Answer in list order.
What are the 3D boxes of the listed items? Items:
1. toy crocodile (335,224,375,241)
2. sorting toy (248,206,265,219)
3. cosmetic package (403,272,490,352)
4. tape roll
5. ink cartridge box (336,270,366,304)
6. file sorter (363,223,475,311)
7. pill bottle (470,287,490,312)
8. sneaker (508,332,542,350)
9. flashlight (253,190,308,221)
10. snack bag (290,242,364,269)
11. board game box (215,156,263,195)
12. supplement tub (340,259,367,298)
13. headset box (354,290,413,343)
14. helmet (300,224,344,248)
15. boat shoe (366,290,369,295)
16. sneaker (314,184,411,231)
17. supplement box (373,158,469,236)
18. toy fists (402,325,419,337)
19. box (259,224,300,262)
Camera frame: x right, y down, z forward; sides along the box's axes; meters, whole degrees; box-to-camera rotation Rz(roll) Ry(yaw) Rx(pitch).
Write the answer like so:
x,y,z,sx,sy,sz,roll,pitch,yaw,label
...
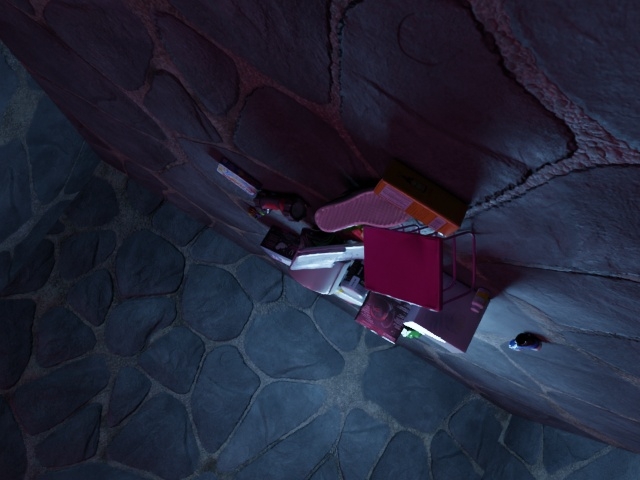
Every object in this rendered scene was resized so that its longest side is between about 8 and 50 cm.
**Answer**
x,y,z,sx,sy,sz,roll,pitch,yaw,label
0.122,-0.042,1.677,0.115,0.105,0.340,37,166,-20,toy crocodile
-0.339,-0.138,2.441,0.101,0.042,0.061,23,164,30,sorting toy
0.475,0.270,1.758,0.224,0.224,0.138,31,167,1,cosmetic package
-0.004,0.107,2.126,0.246,0.169,0.246,24,-164,-7,tape roll
0.112,0.230,2.533,0.306,0.131,0.226,29,169,-18,ink cartridge box
0.293,0.059,1.396,0.182,0.202,0.290,-13,-165,-36,file sorter
0.567,0.214,1.662,0.043,0.083,0.043,30,166,8,pill bottle
0.801,0.405,1.876,0.084,0.058,0.152,30,163,-17,sneaker
-0.176,-0.141,1.976,0.103,0.103,0.304,38,164,-35,flashlight
0.062,0.060,1.759,0.342,0.037,0.323,-6,168,-10,snack bag
-0.354,-0.274,2.025,0.201,0.035,0.136,35,165,-14,board game box
0.179,0.147,2.029,0.116,0.191,0.117,29,167,8,supplement tub
0.302,0.306,2.113,0.218,0.294,0.110,28,-154,11,headset box
0.000,0.000,1.930,0.169,0.161,0.169,45,157,25,helmet
0.337,0.287,2.294,0.340,0.127,0.158,27,159,12,boat shoe
0.143,-0.108,1.410,0.320,0.127,0.126,-5,111,31,sneaker
0.258,-0.107,1.205,0.233,0.078,0.080,33,155,-3,supplement box
0.507,0.411,2.249,0.278,0.096,0.142,-5,150,-4,toy fists
-0.175,0.047,2.529,0.247,0.142,0.163,24,164,30,box
